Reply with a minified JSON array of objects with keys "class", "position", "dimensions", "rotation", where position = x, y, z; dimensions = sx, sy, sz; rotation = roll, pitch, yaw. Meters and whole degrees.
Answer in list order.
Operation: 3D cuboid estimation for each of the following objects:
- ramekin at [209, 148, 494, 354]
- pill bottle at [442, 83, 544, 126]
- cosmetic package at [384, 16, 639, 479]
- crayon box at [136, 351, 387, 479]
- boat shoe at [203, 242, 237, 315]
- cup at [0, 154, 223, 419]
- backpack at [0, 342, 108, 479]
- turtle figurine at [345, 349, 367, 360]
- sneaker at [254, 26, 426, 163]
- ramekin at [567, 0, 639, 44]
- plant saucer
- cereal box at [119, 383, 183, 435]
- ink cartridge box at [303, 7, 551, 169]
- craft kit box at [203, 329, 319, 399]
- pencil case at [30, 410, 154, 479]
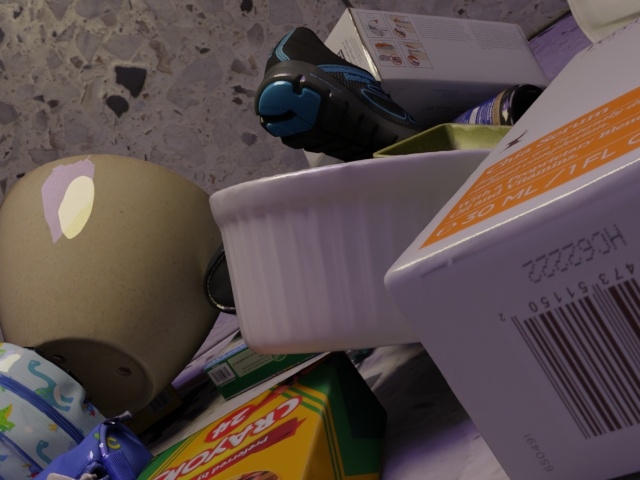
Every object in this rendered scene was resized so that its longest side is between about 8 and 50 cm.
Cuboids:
[{"class":"ramekin","position":[0.053,0.014,0.841],"dimensions":[0.277,0.135,0.277],"rotation":[-7,-3,0]},{"class":"pill bottle","position":[0.208,-0.111,1.348],"dimensions":[0.219,0.123,0.123],"rotation":[-25,12,46]},{"class":"cosmetic package","position":[0.249,-0.050,0.674],"dimensions":[0.230,0.161,0.453],"rotation":[-28,9,35]},{"class":"crayon box","position":[-0.062,0.202,0.705],"dimensions":[0.202,0.081,0.318],"rotation":[-32,9,12]},{"class":"boat shoe","position":[-0.026,0.005,1.180],"dimensions":[0.340,0.127,0.113],"rotation":[-22,-1,29]},{"class":"cup","position":[-0.283,0.089,1.326],"dimensions":[0.331,0.331,0.237],"rotation":[-30,37,28]},{"class":"backpack","position":[-0.400,0.254,1.187],"dimensions":[0.355,0.290,0.273],"rotation":[-23,20,25]},{"class":"turtle figurine","position":[0.083,0.035,1.045],"dimensions":[0.175,0.118,0.234],"rotation":[-29,4,35]},{"class":"sneaker","position":[0.077,-0.132,1.235],"dimensions":[0.125,0.341,0.140],"rotation":[-34,33,35]},{"class":"ramekin","position":[0.489,-0.392,1.450],"dimensions":[0.127,0.273,0.273],"rotation":[-24,0,-36]},{"class":"plant saucer","position":[0.179,-0.084,1.084],"dimensions":[0.188,0.045,0.188],"rotation":[6,19,30]},{"class":"cereal box","position":[-0.294,0.251,1.477],"dimensions":[0.173,0.047,0.240],"rotation":[-34,7,-12]},{"class":"ink cartridge box","position":[0.121,-0.186,1.464],"dimensions":[0.309,0.130,0.272],"rotation":[-3,-31,-34]},{"class":"craft kit box","position":[0.003,0.079,1.295],"dimensions":[0.250,0.061,0.246],"rotation":[-29,11,29]},{"class":"pencil case","position":[-0.262,0.281,0.877],"dimensions":[0.306,0.119,0.133],"rotation":[-35,-33,0]}]
